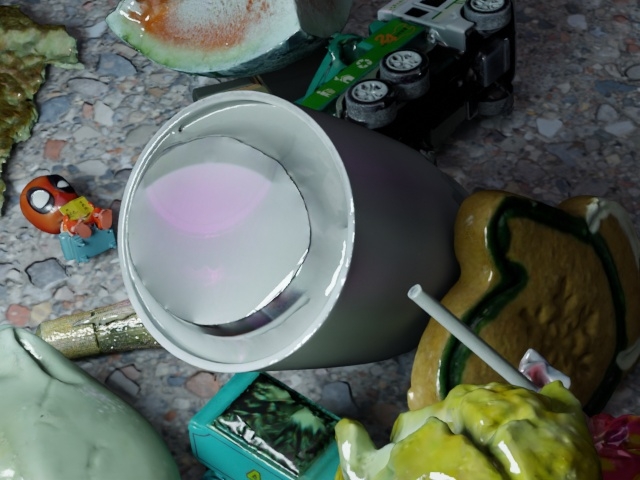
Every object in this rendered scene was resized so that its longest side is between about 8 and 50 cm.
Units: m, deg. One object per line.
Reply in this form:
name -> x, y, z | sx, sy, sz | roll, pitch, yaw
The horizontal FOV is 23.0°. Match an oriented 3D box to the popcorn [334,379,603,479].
popcorn -> 0.132, 0.250, 1.330 | 0.225, 0.276, 0.276 | -8, 46, -8

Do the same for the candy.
candy -> 0.206, 0.154, 1.465 | 0.365, 0.124, 0.124 | 40, 41, -24

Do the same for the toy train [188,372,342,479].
toy train -> -0.037, 0.213, 1.498 | 0.198, 0.154, 0.107 | 30, 55, 24

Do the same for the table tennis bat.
table tennis bat -> -0.058, -0.206, 2.002 | 0.220, 0.019, 0.130 | -16, 46, -18

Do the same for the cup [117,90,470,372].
cup -> 0.000, 0.000, 1.540 | 0.253, 0.253, 0.371 | 34, 14, 28

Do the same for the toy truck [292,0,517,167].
toy truck -> 0.085, -0.179, 1.878 | 0.178, 0.176, 0.363 | 28, 51, 35

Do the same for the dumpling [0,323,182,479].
dumpling -> -0.259, 0.234, 1.434 | 0.270, 0.211, 0.320 | -12, 36, -9

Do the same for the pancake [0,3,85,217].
pancake -> -0.478, -0.161, 1.933 | 0.305, 0.067, 0.426 | 16, 46, 3

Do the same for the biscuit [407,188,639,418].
biscuit -> 0.214, 0.075, 1.558 | 0.057, 0.287, 0.344 | 8, 34, 47

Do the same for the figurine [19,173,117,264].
figurine -> -0.287, -0.028, 1.786 | 0.068, 0.075, 0.140 | -32, 44, -27

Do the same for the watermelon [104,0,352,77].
watermelon -> -0.094, -0.303, 1.918 | 0.320, 0.213, 0.289 | -10, 22, -15

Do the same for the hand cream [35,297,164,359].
hand cream -> -0.203, 0.088, 1.676 | 0.203, 0.084, 0.084 | -11, 46, -3
